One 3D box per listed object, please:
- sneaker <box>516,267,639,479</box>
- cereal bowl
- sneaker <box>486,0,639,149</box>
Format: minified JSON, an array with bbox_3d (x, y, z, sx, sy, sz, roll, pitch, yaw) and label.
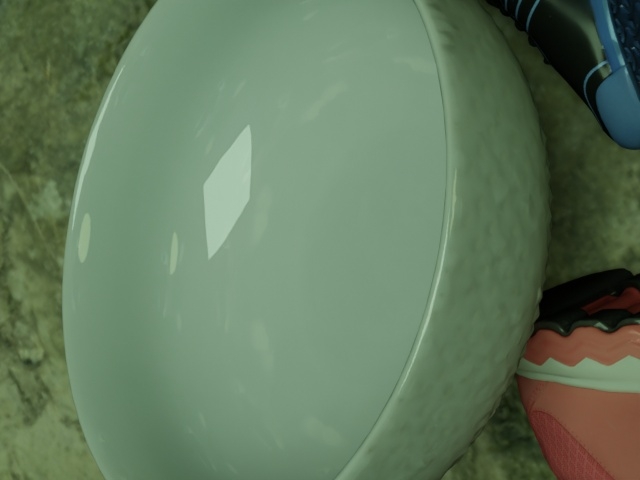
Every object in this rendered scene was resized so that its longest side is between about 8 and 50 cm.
[{"bbox_3d":[0.218,0.096,0.623,0.314,0.116,0.136,7,114,58],"label":"sneaker"},{"bbox_3d":[0.000,0.000,0.706,0.339,0.141,0.339,-16,69,48],"label":"cereal bowl"},{"bbox_3d":[0.124,-0.151,0.706,0.090,0.081,0.232,-23,85,41],"label":"sneaker"}]
